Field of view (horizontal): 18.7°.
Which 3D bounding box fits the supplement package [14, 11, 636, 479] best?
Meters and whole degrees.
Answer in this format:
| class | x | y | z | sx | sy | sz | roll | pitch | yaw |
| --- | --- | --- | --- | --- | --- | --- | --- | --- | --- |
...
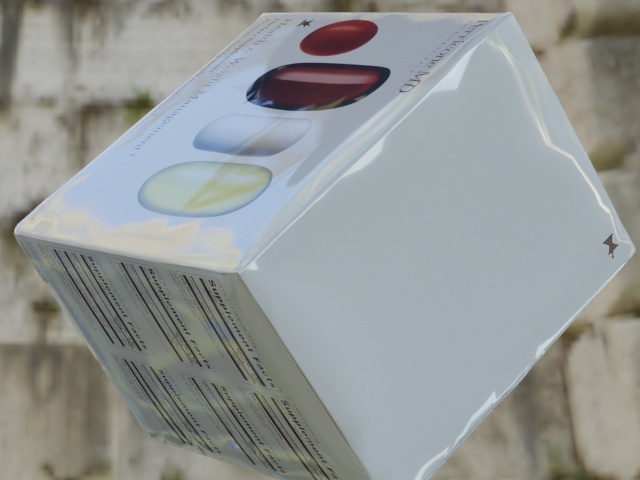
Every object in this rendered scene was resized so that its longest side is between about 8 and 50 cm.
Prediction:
| class | x | y | z | sx | sy | sz | roll | pitch | yaw |
| --- | --- | --- | --- | --- | --- | --- | --- | --- | --- |
| supplement package | 0.000 | 0.000 | 0.953 | 0.203 | 0.194 | 0.149 | 8 | -44 | 53 |
